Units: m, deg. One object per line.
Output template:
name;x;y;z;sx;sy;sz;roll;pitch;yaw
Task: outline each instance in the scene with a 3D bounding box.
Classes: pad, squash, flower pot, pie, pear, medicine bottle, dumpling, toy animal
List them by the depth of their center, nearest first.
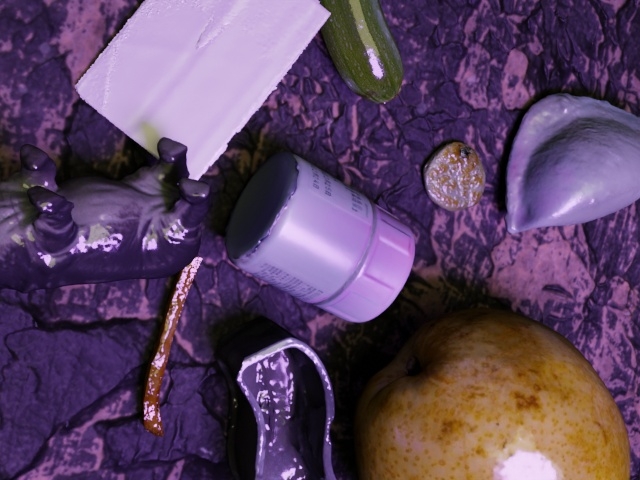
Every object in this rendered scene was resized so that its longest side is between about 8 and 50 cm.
toy animal;-0.275;-0.002;0.927;0.343;0.106;0.168;-16;143;-16
pad;-0.116;-0.190;0.992;0.156;0.004;0.232;39;88;-8
squash;0.031;-0.246;1.037;0.077;0.068;0.219;-15;109;4
medicine bottle;0.000;0.000;1.040;0.169;0.135;0.135;29;89;-24
pear;0.177;0.221;1.076;0.304;0.304;0.303;-5;103;-22
flower pot;-0.047;0.203;1.079;0.103;0.108;0.229;-14;105;-20
pie;0.159;-0.073;1.155;0.085;0.017;0.085;-5;102;-23
dumpling;0.300;-0.087;1.179;0.217;0.149;0.104;-26;149;-9

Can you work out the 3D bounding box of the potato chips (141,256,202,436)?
potato chips;-0.163;0.113;1.056;0.037;0.026;0.203;10;96;-28
